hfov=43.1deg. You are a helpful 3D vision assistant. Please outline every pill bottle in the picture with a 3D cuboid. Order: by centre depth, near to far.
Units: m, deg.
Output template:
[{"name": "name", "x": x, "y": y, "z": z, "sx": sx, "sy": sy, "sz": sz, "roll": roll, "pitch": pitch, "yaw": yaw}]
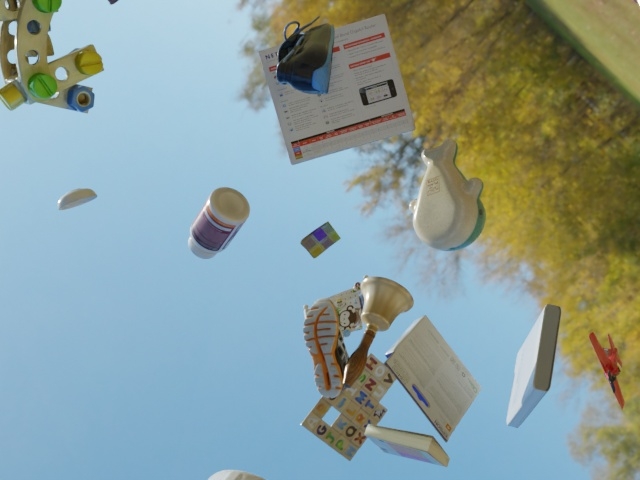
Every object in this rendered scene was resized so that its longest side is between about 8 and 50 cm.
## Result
[{"name": "pill bottle", "x": -0.205, "y": -0.030, "z": 1.592, "sx": 0.086, "sy": 0.152, "sz": 0.086, "roll": 18, "pitch": -132, "yaw": -22}]

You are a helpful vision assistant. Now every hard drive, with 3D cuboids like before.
[{"name": "hard drive", "x": 0.493, "y": 0.299, "z": 1.884, "sx": 0.040, "sy": 0.203, "sz": 0.308, "roll": 13, "pitch": 154, "yaw": 7}]

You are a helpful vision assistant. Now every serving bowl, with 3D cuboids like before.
[{"name": "serving bowl", "x": -0.507, "y": -0.090, "z": 1.678, "sx": 0.027, "sy": 0.083, "sz": 0.083, "roll": 68, "pitch": -159, "yaw": -1}]

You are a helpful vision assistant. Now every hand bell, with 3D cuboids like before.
[{"name": "hand bell", "x": 0.101, "y": 0.208, "z": 1.735, "sx": 0.126, "sy": 0.126, "sz": 0.242, "roll": 38, "pitch": -124, "yaw": -14}]

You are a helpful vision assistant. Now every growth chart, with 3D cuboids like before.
[{"name": "growth chart", "x": 0.060, "y": 0.216, "z": 2.389, "sx": 0.021, "sy": 0.237, "sz": 0.172, "roll": 62, "pitch": -175, "yaw": -53}]

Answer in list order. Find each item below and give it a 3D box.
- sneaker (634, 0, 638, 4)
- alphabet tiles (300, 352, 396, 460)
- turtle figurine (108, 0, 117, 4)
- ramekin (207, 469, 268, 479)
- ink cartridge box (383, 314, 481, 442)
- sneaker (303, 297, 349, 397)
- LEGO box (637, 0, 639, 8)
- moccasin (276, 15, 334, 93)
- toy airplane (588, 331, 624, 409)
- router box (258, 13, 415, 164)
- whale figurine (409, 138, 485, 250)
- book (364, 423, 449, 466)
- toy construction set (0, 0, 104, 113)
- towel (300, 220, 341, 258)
[{"name": "sneaker", "x": 0.738, "y": -0.513, "z": 1.598, "sx": 0.221, "sy": 0.128, "sz": 0.087, "roll": 17, "pitch": 176, "yaw": 18}, {"name": "alphabet tiles", "x": 0.085, "y": 0.397, "z": 1.966, "sx": 0.198, "sy": 0.237, "sz": 0.009, "roll": 44, "pitch": 170, "yaw": -33}, {"name": "turtle figurine", "x": -0.493, "y": -0.588, "z": 1.668, "sx": 0.217, "sy": 0.087, "sz": 0.269, "roll": 44, "pitch": 177, "yaw": -38}, {"name": "ramekin", "x": -0.123, "y": 0.521, "z": 1.378, "sx": 0.277, "sy": 0.277, "sz": 0.135, "roll": 42, "pitch": -132, "yaw": -3}, {"name": "ink cartridge box", "x": 0.242, "y": 0.309, "z": 1.803, "sx": 0.223, "sy": 0.045, "sz": 0.224, "roll": 53, "pitch": -141, "yaw": 0}, {"name": "sneaker", "x": 0.020, "y": 0.232, "z": 1.771, "sx": 0.083, "sy": 0.084, "sz": 0.215, "roll": 0, "pitch": -96, "yaw": -61}, {"name": "LEGO box", "x": 0.757, "y": -0.294, "z": 1.292, "sx": 0.372, "sy": 0.193, "sz": 0.501, "roll": 0, "pitch": -114, "yaw": -21}, {"name": "moccasin", "x": -0.032, "y": -0.391, "z": 1.670, "sx": 0.116, "sy": 0.138, "sz": 0.342, "roll": 6, "pitch": -161, "yaw": -1}, {"name": "toy airplane", "x": 0.514, "y": 0.219, "z": 1.429, "sx": 0.151, "sy": 0.028, "sz": 0.151, "roll": 48, "pitch": -150, "yaw": -39}, {"name": "router box", "x": 0.045, "y": -0.383, "z": 2.071, "sx": 0.082, "sy": 0.335, "sz": 0.301, "roll": -77, "pitch": -28, "yaw": -80}, {"name": "whale figurine", "x": 0.320, "y": -0.106, "z": 1.990, "sx": 0.141, "sy": 0.216, "sz": 0.272, "roll": 15, "pitch": -117, "yaw": -42}, {"name": "book", "x": 0.168, "y": 0.401, "z": 1.574, "sx": 0.096, "sy": 0.144, "sz": 0.035, "roll": 51, "pitch": -127, "yaw": -42}, {"name": "toy construction set", "x": -0.410, "y": -0.210, "z": 0.899, "sx": 0.151, "sy": 0.215, "sz": 0.327, "roll": 10, "pitch": -153, "yaw": 38}, {"name": "towel", "x": 0.000, "y": 0.000, "z": 1.887, "sx": 0.060, "sy": 0.083, "sz": 0.009, "roll": 52, "pitch": -177, "yaw": -25}]
